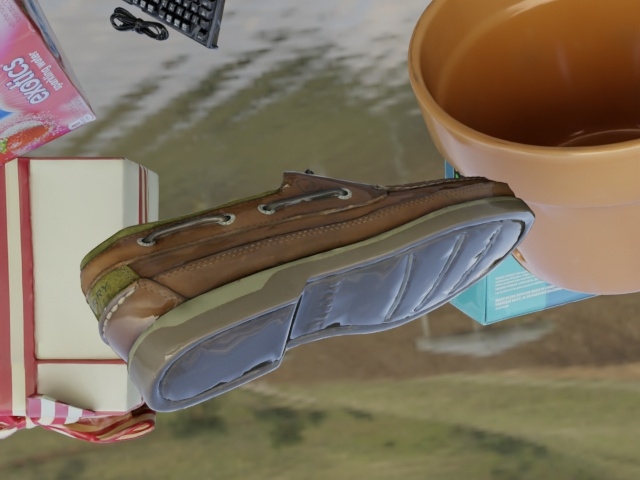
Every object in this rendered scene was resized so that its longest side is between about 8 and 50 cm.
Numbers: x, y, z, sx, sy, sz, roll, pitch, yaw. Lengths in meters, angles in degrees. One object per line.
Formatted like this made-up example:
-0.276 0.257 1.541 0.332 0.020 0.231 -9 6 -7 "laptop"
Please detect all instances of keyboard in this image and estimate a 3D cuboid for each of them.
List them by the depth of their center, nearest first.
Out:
-0.161 -0.230 1.332 0.180 0.108 0.023 32 -143 25 "keyboard"

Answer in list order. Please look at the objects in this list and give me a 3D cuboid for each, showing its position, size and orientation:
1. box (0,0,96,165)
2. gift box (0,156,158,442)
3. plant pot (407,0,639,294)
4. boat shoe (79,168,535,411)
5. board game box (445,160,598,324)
-0.263 -0.145 1.031 0.128 0.123 0.257 -27 166 -3 "box"
-0.281 0.057 1.337 0.255 0.258 0.276 0 180 7 "gift box"
0.231 -0.095 1.201 0.291 0.291 0.203 -8 134 10 "plant pot"
0.000 0.000 0.907 0.307 0.104 0.111 -16 147 -36 "boat shoe"
0.250 -0.107 1.464 0.253 0.336 0.079 -12 -157 -24 "board game box"
